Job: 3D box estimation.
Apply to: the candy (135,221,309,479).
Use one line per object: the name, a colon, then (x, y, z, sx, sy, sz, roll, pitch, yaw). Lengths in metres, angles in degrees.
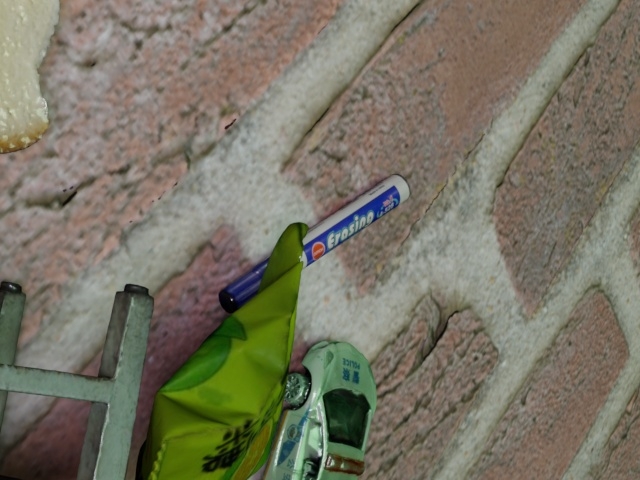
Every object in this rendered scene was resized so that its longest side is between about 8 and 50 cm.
candy: (-0.061, 0.109, 0.682, 0.246, 0.069, 0.149, -50, 164, -48)

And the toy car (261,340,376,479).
toy car: (-0.001, 0.168, 0.834, 0.093, 0.058, 0.186, 24, 79, -45)

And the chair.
chair: (-0.192, 0.142, 0.541, 0.147, 0.136, 0.271, 18, 77, -49)

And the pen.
pen: (0.000, 0.000, 0.829, 0.204, 0.025, 0.025, -34, 120, -39)

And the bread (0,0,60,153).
bread: (-0.199, -0.110, 0.583, 0.129, 0.044, 0.126, 23, 72, -44)
